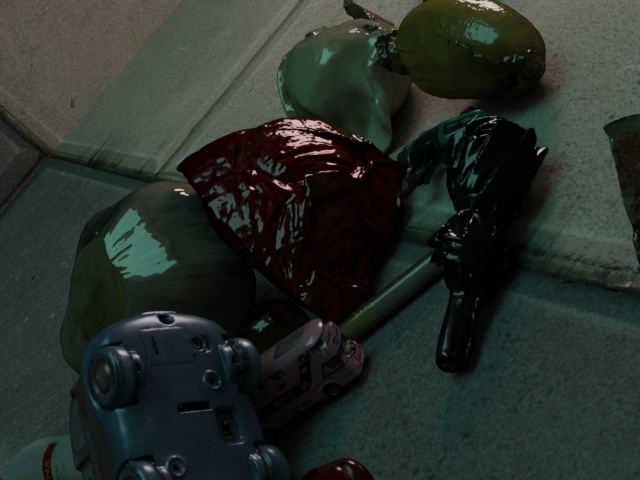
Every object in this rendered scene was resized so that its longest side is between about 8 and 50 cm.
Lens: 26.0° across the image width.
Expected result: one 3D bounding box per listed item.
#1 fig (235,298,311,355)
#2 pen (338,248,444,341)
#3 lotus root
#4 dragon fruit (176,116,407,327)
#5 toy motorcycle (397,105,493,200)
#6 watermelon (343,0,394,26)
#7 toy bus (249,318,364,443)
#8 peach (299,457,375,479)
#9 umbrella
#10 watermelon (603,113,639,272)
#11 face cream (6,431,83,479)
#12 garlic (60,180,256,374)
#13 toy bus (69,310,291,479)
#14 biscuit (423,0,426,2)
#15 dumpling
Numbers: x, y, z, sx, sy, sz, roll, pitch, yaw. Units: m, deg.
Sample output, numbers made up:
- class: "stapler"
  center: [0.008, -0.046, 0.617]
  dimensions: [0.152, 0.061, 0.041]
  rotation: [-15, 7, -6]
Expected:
- class: "fig"
  center: [-0.066, 0.149, 1.760]
  dimensions: [0.109, 0.103, 0.155]
  rotation: [-48, -18, -73]
- class: "pen"
  center: [0.107, 0.054, 1.688]
  dimensions: [0.233, 0.032, 0.040]
  rotation: [-39, 0, 17]
- class: "lotus root"
  center: [0.200, -0.262, 1.878]
  dimensions: [0.131, 0.146, 0.303]
  rotation: [-39, 28, -22]
- class: "dragon fruit"
  center: [0.000, 0.000, 1.856]
  dimensions: [0.302, 0.240, 0.330]
  rotation: [-20, 46, -3]
- class: "toy motorcycle"
  center: [0.165, -0.117, 1.814]
  dimensions: [0.173, 0.058, 0.100]
  rotation: [-19, 33, 38]
- class: "watermelon"
  center: [0.079, -0.365, 2.409]
  dimensions: [0.155, 0.080, 0.101]
  rotation: [29, 86, 52]
- class: "toy bus"
  center: [-0.043, 0.174, 1.679]
  dimensions: [0.203, 0.090, 0.063]
  rotation: [-35, 24, 26]
- class: "peach"
  center: [0.016, 0.275, 1.402]
  dimensions: [0.100, 0.100, 0.101]
  rotation: [-39, 23, 20]
- class: "umbrella"
  center: [0.179, 0.000, 1.572]
  dimensions: [0.118, 0.118, 0.340]
  rotation: [-24, 41, 45]
- class: "watermelon"
  center: [0.336, -0.065, 1.365]
  dimensions: [0.097, 0.121, 0.158]
  rotation: [-12, 40, 22]
- class: "face cream"
  center: [-0.350, 0.323, 1.985]
  dimensions: [0.345, 0.102, 0.102]
  rotation: [-20, 35, 50]
- class: "garlic"
  center: [-0.224, 0.074, 1.968]
  dimensions: [0.317, 0.259, 0.318]
  rotation: [-11, 77, 53]
- class: "toy bus"
  center: [-0.189, 0.244, 1.614]
  dimensions: [0.232, 0.197, 0.294]
  rotation: [-40, 61, 46]
- class: "biscuit"
  center: [0.247, -0.467, 2.294]
  dimensions: [0.217, 0.044, 0.325]
  rotation: [-40, 23, 23]
- class: "dumpling"
  center: [0.047, -0.221, 2.143]
  dimensions: [0.318, 0.187, 0.243]
  rotation: [-4, 83, 59]
